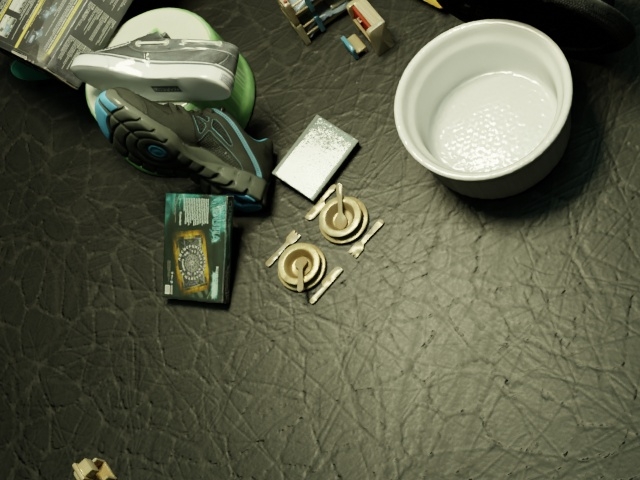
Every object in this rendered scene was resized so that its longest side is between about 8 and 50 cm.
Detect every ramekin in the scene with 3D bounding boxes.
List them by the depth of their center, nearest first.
[{"bbox_3d":[0.270,-0.201,1.432,0.277,0.135,0.277,-8,68,20],"label":"ramekin"},{"bbox_3d":[-0.289,-0.287,1.675,0.303,0.148,0.303,-8,65,17],"label":"ramekin"}]

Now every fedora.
[{"bbox_3d":[0.344,-0.413,1.396,0.334,0.334,0.152,19,91,26],"label":"fedora"}]

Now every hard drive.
[{"bbox_3d":[-0.008,-0.144,1.573,0.094,0.022,0.135,35,82,18],"label":"hard drive"}]

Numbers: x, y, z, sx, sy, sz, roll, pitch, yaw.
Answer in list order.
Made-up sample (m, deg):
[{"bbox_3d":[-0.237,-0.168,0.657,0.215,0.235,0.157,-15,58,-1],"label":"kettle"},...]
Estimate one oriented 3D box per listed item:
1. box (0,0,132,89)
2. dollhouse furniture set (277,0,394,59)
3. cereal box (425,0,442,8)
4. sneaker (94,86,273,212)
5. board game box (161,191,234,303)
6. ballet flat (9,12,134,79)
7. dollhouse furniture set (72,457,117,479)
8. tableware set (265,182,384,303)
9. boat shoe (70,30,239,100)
[{"bbox_3d":[-0.481,-0.516,1.719,0.318,0.097,0.395,27,86,39],"label":"box"},{"bbox_3d":[0.020,-0.412,1.627,0.129,0.129,0.183,-36,60,3],"label":"dollhouse furniture set"},{"bbox_3d":[0.197,-0.559,1.587,0.173,0.047,0.240,38,129,29],"label":"cereal box"},{"bbox_3d":[-0.227,-0.176,1.529,0.125,0.341,0.139,-16,51,49],"label":"sneaker"},{"bbox_3d":[-0.213,0.012,1.543,0.126,0.026,0.186,5,94,23],"label":"board game box"},{"bbox_3d":[-0.505,-0.406,1.848,0.280,0.095,0.096,-13,54,3],"label":"ballet flat"},{"bbox_3d":[-0.382,0.417,1.382,0.101,0.182,0.161,-43,61,-1],"label":"dollhouse furniture set"},{"bbox_3d":[0.000,0.000,1.506,0.128,0.039,0.194,38,84,29],"label":"tableware set"},{"bbox_3d":[-0.283,-0.309,1.536,0.301,0.108,0.102,5,70,19],"label":"boat shoe"}]
